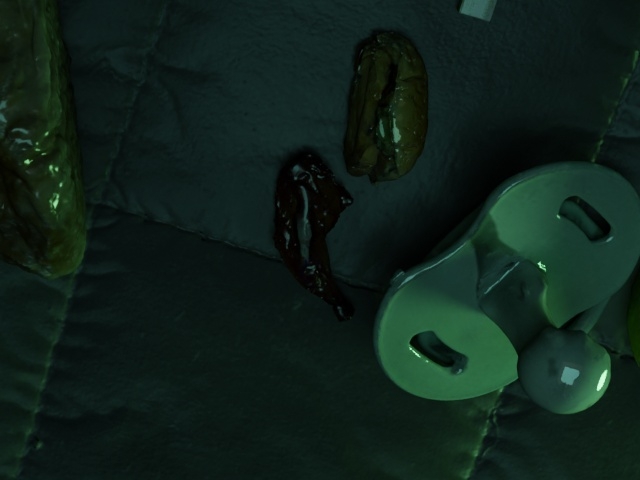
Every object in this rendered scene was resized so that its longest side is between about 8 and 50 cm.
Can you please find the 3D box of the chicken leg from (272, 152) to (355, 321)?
[{"bbox_3d":[-0.007,-0.001,1.864,0.093,0.053,0.205,-7,116,-15],"label":"chicken leg"}]

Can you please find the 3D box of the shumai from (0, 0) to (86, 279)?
[{"bbox_3d":[-0.377,-0.101,1.687,0.262,0.267,0.314,-9,105,-2],"label":"shumai"}]

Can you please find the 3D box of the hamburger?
[{"bbox_3d":[0.081,-0.128,1.789,0.087,0.102,0.176,4,111,-17],"label":"hamburger"}]

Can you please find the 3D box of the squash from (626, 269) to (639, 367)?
[{"bbox_3d":[0.494,0.046,1.856,0.233,0.210,0.309,42,134,4],"label":"squash"}]

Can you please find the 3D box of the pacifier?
[{"bbox_3d":[0.234,0.087,1.799,0.343,0.269,0.288,-43,132,16],"label":"pacifier"}]

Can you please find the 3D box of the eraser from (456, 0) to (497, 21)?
[{"bbox_3d":[0.177,-0.280,1.776,0.038,0.019,0.083,15,110,-7],"label":"eraser"}]
